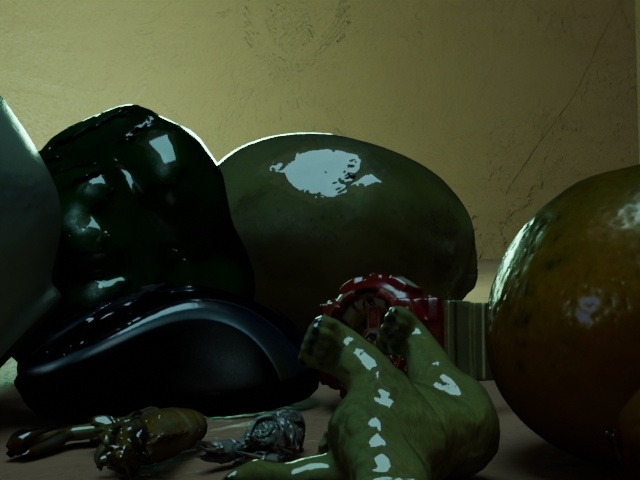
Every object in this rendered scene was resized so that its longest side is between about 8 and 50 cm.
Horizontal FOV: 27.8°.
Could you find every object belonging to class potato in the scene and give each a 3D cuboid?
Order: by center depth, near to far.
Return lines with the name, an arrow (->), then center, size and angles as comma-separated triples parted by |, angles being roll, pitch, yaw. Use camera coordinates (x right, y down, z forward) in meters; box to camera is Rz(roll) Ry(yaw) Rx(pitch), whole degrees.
potato -> 0.000, 0.000, 1.371 | 0.327, 0.220, 0.243 | 2, -31, 28

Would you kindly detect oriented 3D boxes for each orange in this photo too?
orange -> 0.212, 0.036, 0.745 | 0.240, 0.171, 0.240 | -9, -1, 0

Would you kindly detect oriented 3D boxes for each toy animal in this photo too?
toy animal -> 0.033, 0.099, 0.645 | 0.101, 0.103, 0.219 | 24, 7, 21

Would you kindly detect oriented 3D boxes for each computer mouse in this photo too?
computer mouse -> -0.114, 0.082, 0.989 | 0.233, 0.096, 0.137 | -1, 2, -19

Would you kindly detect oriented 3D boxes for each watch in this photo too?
watch -> 0.109, 0.084, 1.031 | 0.165, 0.102, 0.268 | -3, -7, 29

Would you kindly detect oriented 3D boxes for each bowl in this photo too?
bowl -> -0.289, 0.041, 0.965 | 0.289, 0.146, 0.289 | -45, 6, 6

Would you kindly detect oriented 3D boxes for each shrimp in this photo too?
shrimp -> -0.033, 0.121, 0.774 | 0.038, 0.029, 0.092 | 10, 14, 39
shrimp -> -0.138, 0.120, 0.787 | 0.124, 0.034, 0.178 | -5, 0, 7

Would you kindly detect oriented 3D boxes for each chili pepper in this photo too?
chili pepper -> -0.189, 0.018, 1.174 | 0.233, 0.248, 0.257 | -28, 14, -26

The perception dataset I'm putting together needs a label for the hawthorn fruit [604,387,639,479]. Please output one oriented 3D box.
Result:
hawthorn fruit -> 0.178, 0.095, 0.605 | 0.093, 0.081, 0.081 | -15, -2, 15
